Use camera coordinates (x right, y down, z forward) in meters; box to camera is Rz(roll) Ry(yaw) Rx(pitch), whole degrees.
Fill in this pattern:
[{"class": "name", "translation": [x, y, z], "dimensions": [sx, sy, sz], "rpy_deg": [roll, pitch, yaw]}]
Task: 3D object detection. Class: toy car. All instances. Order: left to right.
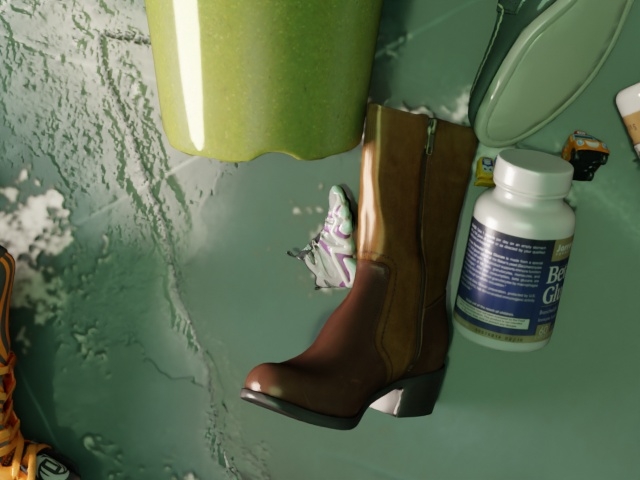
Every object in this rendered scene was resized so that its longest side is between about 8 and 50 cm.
[{"class": "toy car", "translation": [0.202, -0.081, 1.579], "dimensions": [0.122, 0.060, 0.041], "rpy_deg": [-1, 62, 2]}]

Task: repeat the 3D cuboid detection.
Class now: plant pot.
[{"class": "plant pot", "translation": [-0.050, -0.209, 1.519], "dimensions": [0.276, 0.276, 0.254], "rpy_deg": [3, 105, 8]}]

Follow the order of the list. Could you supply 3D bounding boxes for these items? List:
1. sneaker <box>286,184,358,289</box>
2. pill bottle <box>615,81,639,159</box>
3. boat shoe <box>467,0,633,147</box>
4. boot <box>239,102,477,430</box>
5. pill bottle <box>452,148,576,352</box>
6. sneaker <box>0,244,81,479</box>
[{"class": "sneaker", "translation": [0.000, 0.000, 1.621], "dimensions": [0.069, 0.038, 0.098], "rpy_deg": [-9, 92, 8]}, {"class": "pill bottle", "translation": [0.362, -0.050, 1.517], "dimensions": [0.131, 0.131, 0.229], "rpy_deg": [-23, 91, 9]}, {"class": "boat shoe", "translation": [0.217, -0.233, 1.547], "dimensions": [0.099, 0.116, 0.319], "rpy_deg": [46, 116, 38]}, {"class": "boot", "translation": [0.044, 0.020, 1.515], "dimensions": [0.096, 0.264, 0.280], "rpy_deg": [16, 100, 44]}, {"class": "pill bottle", "translation": [0.178, 0.007, 1.550], "dimensions": [0.094, 0.094, 0.169], "rpy_deg": [12, 110, 7]}, {"class": "sneaker", "translation": [-0.304, 0.168, 1.650], "dimensions": [0.180, 0.124, 0.321], "rpy_deg": [20, 108, 2]}]
